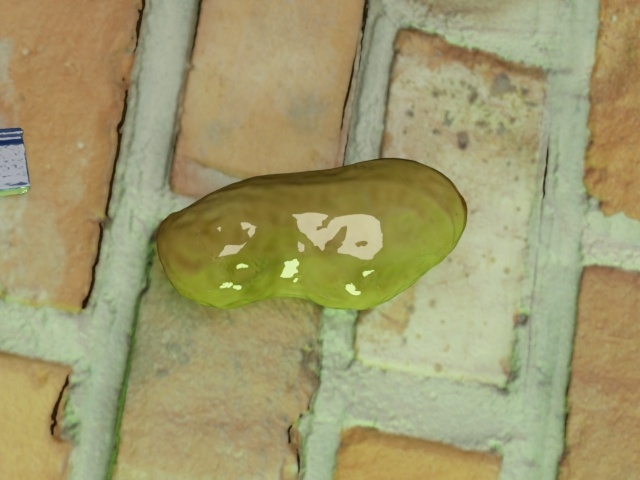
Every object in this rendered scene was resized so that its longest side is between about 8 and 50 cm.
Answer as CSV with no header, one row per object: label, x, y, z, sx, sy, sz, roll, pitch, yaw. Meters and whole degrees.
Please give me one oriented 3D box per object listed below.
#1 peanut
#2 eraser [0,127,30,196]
peanut,0.000,0.000,1.450,0.318,0.147,0.148,-9,82,-21
eraser,-0.324,-0.073,1.426,0.084,0.027,0.063,-7,80,-17
